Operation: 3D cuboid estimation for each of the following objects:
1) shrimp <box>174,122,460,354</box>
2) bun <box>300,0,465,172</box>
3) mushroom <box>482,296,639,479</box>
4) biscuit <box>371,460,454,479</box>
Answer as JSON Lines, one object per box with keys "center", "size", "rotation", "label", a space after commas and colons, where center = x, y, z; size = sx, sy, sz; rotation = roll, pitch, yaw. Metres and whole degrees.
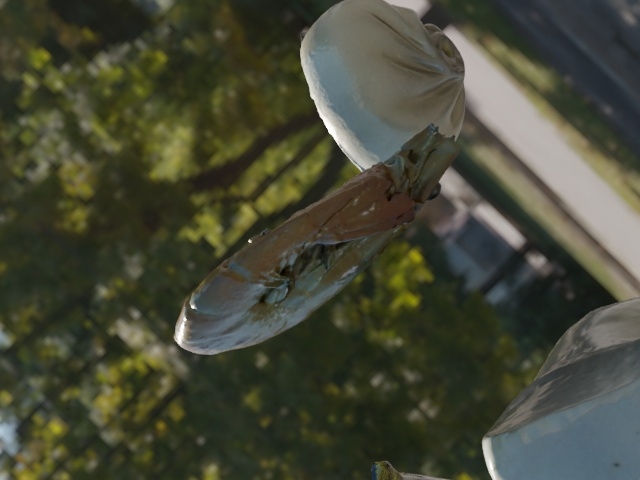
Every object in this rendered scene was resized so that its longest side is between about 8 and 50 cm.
{"center": [0.001, 0.001, 1.132], "size": [0.051, 0.217, 0.115], "rotation": [53, 172, 13], "label": "shrimp"}
{"center": [0.067, -0.142, 1.625], "size": [0.173, 0.120, 0.173], "rotation": [50, -156, -31], "label": "bun"}
{"center": [0.235, 0.108, 1.340], "size": [0.126, 0.177, 0.397], "rotation": [54, -165, 3], "label": "mushroom"}
{"center": [0.137, 0.252, 1.785], "size": [0.292, 0.026, 0.048], "rotation": [21, -117, -53], "label": "biscuit"}
